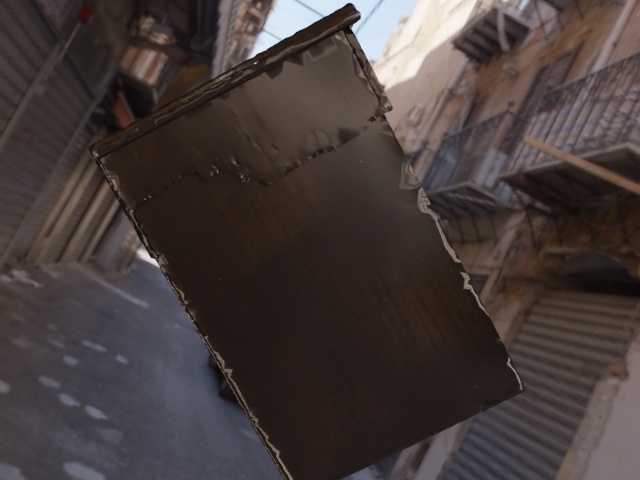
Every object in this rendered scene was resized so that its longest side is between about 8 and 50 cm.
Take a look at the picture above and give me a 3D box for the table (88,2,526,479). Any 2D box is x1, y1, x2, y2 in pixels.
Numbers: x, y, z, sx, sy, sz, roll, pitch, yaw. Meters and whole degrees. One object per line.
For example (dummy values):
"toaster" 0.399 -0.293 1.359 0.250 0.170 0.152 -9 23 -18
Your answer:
"table" 0.000 0.000 0.607 0.282 0.196 0.250 62 3 -8
